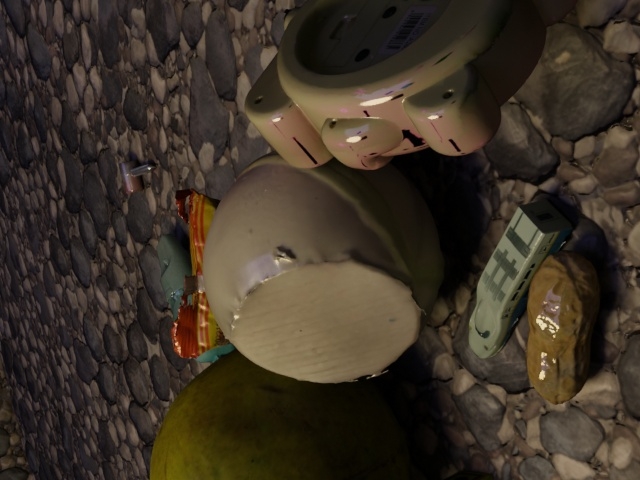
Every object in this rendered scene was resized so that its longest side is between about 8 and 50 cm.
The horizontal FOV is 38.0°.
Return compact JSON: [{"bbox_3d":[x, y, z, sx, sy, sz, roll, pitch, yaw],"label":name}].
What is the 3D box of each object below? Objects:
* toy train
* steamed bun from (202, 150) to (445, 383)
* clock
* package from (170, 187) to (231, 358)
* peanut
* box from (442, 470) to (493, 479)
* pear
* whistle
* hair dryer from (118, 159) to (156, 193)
[{"bbox_3d":[0.209,0.057,1.060,0.052,0.051,0.234,55,141,34],"label":"toy train"},{"bbox_3d":[0.000,0.000,1.155,0.309,0.309,0.310,25,122,49],"label":"steamed bun"},{"bbox_3d":[0.089,-0.199,0.958,0.309,0.284,0.114,13,152,47],"label":"clock"},{"bbox_3d":[-0.100,0.035,1.315,0.108,0.288,0.224,-4,92,29],"label":"package"},{"bbox_3d":[0.254,0.095,0.983,0.080,0.080,0.175,25,124,49],"label":"peanut"},{"bbox_3d":[0.135,0.387,1.137,0.064,0.220,0.141,-10,93,49],"label":"box"},{"bbox_3d":[-0.057,0.304,1.248,0.413,0.351,0.352,-85,4,-58],"label":"pear"},{"bbox_3d":[-0.233,0.112,1.680,0.274,0.093,0.186,64,144,22],"label":"whistle"},{"bbox_3d":[-0.347,-0.129,1.803,0.114,0.037,0.063,-10,96,48],"label":"hair dryer"}]
